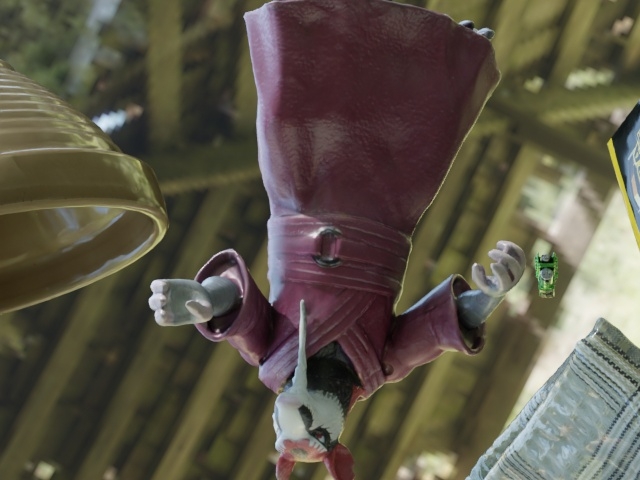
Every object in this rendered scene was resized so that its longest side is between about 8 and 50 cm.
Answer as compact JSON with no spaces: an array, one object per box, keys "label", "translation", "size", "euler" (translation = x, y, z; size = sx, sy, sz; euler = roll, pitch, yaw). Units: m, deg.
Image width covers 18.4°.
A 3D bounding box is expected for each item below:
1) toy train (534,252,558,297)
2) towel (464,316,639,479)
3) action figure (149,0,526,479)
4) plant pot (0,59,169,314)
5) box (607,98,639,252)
[{"label":"toy train","translation":[0.175,0.028,1.531],"size":[0.083,0.017,0.023],"euler":[61,-149,-76]},{"label":"towel","translation":[0.231,0.225,1.269],"size":[0.056,0.312,0.324],"euler":[-41,-12,-26]},{"label":"action figure","translation":[0.000,0.000,1.428],"size":[0.276,0.248,0.370],"euler":[159,122,-79]},{"label":"plant pot","translation":[-0.206,-0.028,1.046],"size":[0.237,0.237,0.109],"euler":[36,-142,-76]},{"label":"box","translation":[0.355,0.026,1.166],"size":[0.079,0.322,0.257],"euler":[120,144,-55]}]
